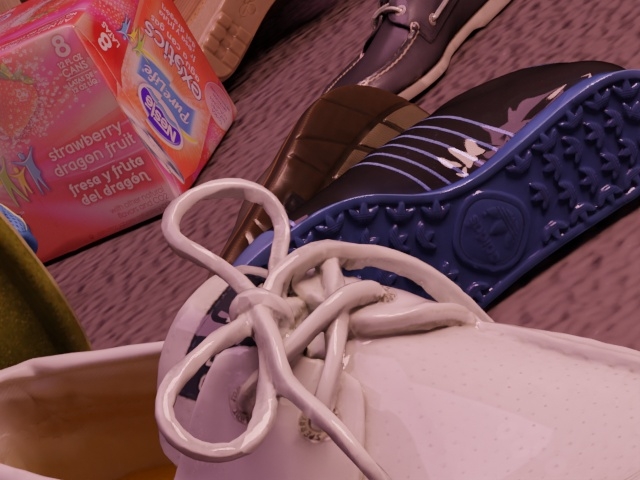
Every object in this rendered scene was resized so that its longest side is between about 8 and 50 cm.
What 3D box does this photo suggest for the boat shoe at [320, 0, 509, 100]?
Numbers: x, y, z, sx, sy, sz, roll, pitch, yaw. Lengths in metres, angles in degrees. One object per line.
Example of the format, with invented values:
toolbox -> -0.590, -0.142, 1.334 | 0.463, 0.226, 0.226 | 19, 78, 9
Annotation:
boat shoe -> 0.053, -0.140, 1.151 | 0.075, 0.065, 0.206 | -9, 28, 46

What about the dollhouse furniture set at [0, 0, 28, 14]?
dollhouse furniture set -> -0.311, -0.113, 1.450 | 0.242, 0.161, 0.212 | -29, 10, 0

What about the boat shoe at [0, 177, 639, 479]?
boat shoe -> -0.008, 0.057, 0.602 | 0.367, 0.156, 0.136 | -10, 28, 47

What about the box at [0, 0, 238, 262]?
box -> -0.230, -0.062, 1.250 | 0.300, 0.142, 0.154 | -21, 21, 24

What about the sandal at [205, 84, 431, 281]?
sandal -> 0.000, 0.000, 0.884 | 0.060, 0.090, 0.219 | -42, 12, 47

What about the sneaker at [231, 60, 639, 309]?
sneaker -> 0.051, -0.011, 0.821 | 0.232, 0.081, 0.090 | -27, 15, -12

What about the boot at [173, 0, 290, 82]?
boot -> -0.086, -0.201, 1.430 | 0.207, 0.090, 0.248 | -5, 45, 56

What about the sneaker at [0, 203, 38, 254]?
sneaker -> -0.241, -0.016, 1.114 | 0.126, 0.240, 0.091 | -14, -21, -4

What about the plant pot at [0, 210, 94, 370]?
plant pot -> -0.344, 0.100, 0.762 | 0.366, 0.366, 0.353 | -2, 44, 54
